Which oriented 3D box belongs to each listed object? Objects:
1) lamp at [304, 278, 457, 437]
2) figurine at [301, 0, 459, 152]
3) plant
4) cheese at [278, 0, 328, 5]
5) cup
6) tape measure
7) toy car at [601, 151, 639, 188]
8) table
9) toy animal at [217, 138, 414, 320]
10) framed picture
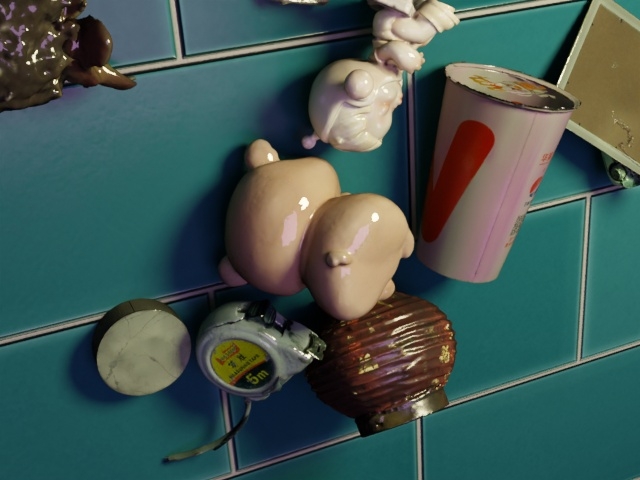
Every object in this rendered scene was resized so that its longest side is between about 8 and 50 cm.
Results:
[{"bbox_3d":[0.086,0.164,1.380,0.247,0.247,0.247,-10,115,-21],"label":"lamp"},{"bbox_3d":[0.061,-0.221,1.238,0.144,0.182,0.256,24,102,-16],"label":"figurine"},{"bbox_3d":[-0.335,-0.232,1.030,0.234,0.178,0.204,-16,117,-12],"label":"plant"},{"bbox_3d":[-0.017,-0.398,1.190,0.097,0.037,0.192,-2,113,-26],"label":"cheese"},{"bbox_3d":[0.237,-0.095,1.366,0.203,0.203,0.288,0,117,-25],"label":"cup"},{"bbox_3d":[-0.149,0.202,1.361,0.164,0.084,0.330,43,123,-10],"label":"tape measure"},{"bbox_3d":[0.483,-0.177,1.509,0.093,0.058,0.186,-28,105,-17],"label":"toy car"},{"bbox_3d":[-0.251,0.149,1.312,0.133,0.043,0.133,-9,115,-21],"label":"table"},{"bbox_3d":[-0.006,0.002,1.259,0.229,0.221,0.210,13,102,-30],"label":"toy animal"},{"bbox_3d":[0.486,-0.231,1.465,0.273,0.016,0.216,27,83,-23],"label":"framed picture"}]
